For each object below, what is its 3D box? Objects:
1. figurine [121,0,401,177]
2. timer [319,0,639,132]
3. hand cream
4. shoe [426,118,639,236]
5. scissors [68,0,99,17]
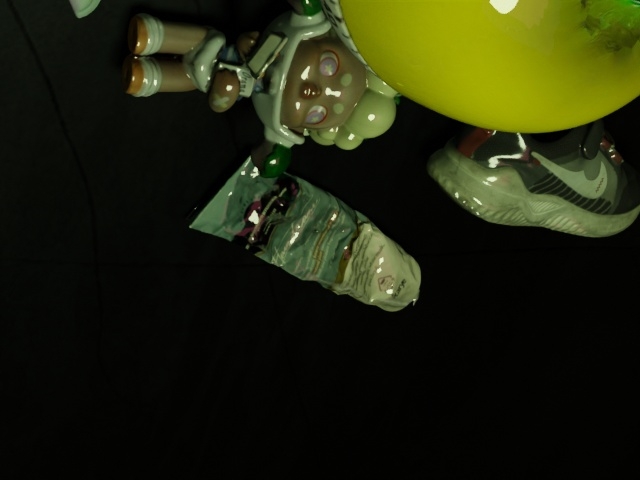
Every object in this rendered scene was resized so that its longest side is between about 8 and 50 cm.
[{"bbox_3d":[-0.033,-0.113,0.966,0.197,0.093,0.147,-2,117,-33],"label":"figurine"},{"bbox_3d":[0.151,-0.177,0.845,0.285,0.285,0.285,-19,141,-17],"label":"timer"},{"bbox_3d":[-0.001,0.000,1.161,0.248,0.052,0.075,28,90,-43],"label":"hand cream"},{"bbox_3d":[0.196,-0.072,1.178,0.227,0.099,0.112,0,124,-35],"label":"shoe"},{"bbox_3d":[-0.172,-0.225,0.796,0.125,0.030,0.256,-25,140,-8],"label":"scissors"}]
